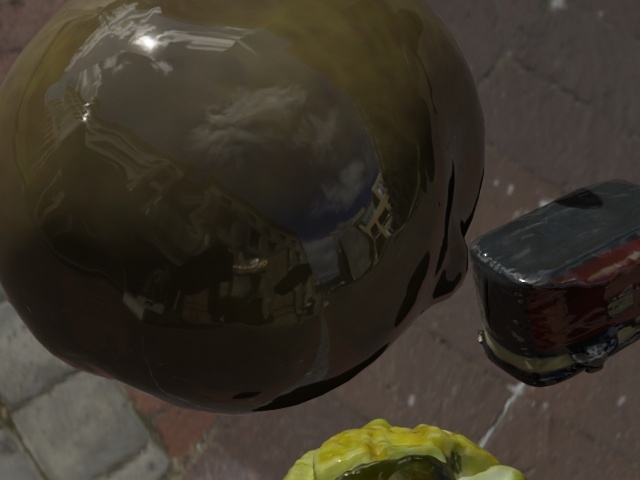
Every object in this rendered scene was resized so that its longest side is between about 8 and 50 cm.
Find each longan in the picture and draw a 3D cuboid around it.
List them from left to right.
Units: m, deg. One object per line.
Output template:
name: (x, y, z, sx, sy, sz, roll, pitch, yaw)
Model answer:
longan: (-0.048, -0.046, 0.988, 0.360, 0.361, 0.361, 1, 64, -2)

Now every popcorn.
popcorn: (0.078, 0.293, 1.298, 0.276, 0.225, 0.277, 0, 90, -6)

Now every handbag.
handbag: (0.311, 0.058, 1.745, 0.254, 0.181, 0.181, -26, 34, -20)
